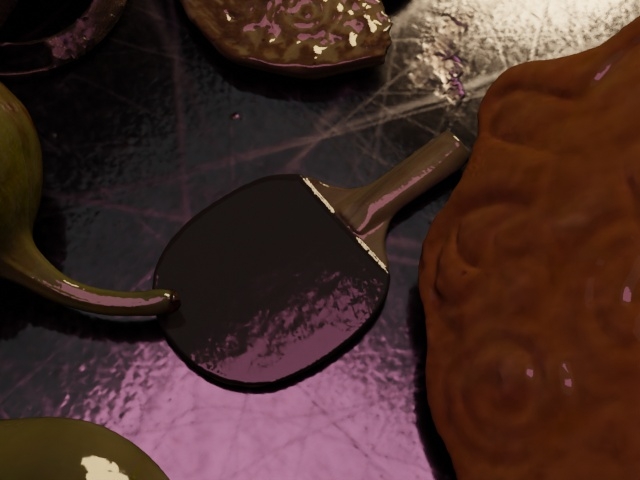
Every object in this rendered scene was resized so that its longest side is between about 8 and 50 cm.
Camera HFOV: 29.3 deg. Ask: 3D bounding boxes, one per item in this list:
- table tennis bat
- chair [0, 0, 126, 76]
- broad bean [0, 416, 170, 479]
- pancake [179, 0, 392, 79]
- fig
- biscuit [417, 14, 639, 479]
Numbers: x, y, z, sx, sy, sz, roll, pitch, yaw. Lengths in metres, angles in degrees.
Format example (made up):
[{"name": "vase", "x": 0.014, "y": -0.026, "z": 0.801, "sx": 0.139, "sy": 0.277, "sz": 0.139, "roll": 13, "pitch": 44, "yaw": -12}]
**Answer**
[{"name": "table tennis bat", "x": 0.000, "y": 0.000, "z": 0.837, "sx": 0.246, "sy": 0.022, "sz": 0.138, "roll": -36, "pitch": 71, "yaw": -16}, {"name": "chair", "x": -0.205, "y": -0.227, "z": 0.896, "sx": 0.174, "sy": 0.149, "sz": 0.213, "roll": 47, "pitch": 116, "yaw": 16}, {"name": "broad bean", "x": -0.205, "y": 0.197, "z": 0.696, "sx": 0.263, "sy": 0.121, "sz": 0.189, "roll": -16, "pitch": 61, "yaw": -26}, {"name": "pancake", "x": -0.006, "y": -0.222, "z": 0.935, "sx": 0.212, "sy": 0.029, "sz": 0.235, "roll": 38, "pitch": 69, "yaw": 15}, {"name": "fig", "x": -0.205, "y": -0.011, "z": 0.793, "sx": 0.245, "sy": 0.149, "sz": 0.149, "roll": 39, "pitch": 68, "yaw": -2}, {"name": "biscuit", "x": 0.223, "y": 0.030, "z": 0.707, "sx": 0.365, "sy": 0.062, "sz": 0.385, "roll": -12, "pitch": 69, "yaw": 29}]
